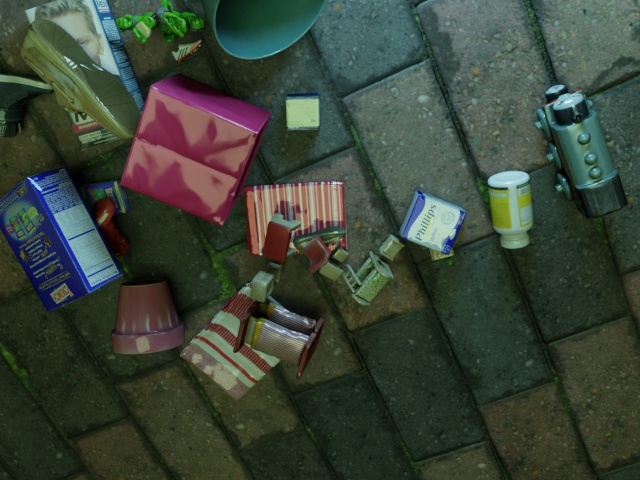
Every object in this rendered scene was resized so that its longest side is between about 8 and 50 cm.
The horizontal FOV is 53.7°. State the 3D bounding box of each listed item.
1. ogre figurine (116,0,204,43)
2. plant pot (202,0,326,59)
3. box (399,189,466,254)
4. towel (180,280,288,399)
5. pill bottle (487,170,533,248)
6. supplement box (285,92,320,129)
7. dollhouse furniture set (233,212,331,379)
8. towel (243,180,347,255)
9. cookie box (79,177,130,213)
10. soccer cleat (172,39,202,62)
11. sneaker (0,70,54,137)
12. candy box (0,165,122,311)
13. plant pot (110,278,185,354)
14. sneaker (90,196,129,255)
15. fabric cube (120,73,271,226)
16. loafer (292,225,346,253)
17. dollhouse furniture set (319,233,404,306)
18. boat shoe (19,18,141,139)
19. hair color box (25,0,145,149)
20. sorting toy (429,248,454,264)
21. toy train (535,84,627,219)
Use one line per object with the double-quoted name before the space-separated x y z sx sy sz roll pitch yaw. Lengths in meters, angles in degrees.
"ogre figurine" -0.368 -0.520 1.503 0.196 0.118 0.097 -17 113 12
"plant pot" -0.152 -0.582 1.407 0.290 0.290 0.195 -42 67 17
"box" 0.293 -0.047 1.656 0.137 0.072 0.126 20 104 -3
"towel" -0.225 0.300 1.850 0.237 0.037 0.329 41 108 -12
"pill bottle" 0.490 -0.078 1.621 0.103 0.103 0.184 -9 110 7
"supplement box" -0.043 -0.324 1.588 0.083 0.056 0.083 -1 110 4
"dollhouse furniture set" -0.084 0.146 1.648 0.201 0.152 0.374 19 118 9
"towel" -0.068 -0.059 1.705 0.274 0.031 0.199 -3 109 3
"cookie box" -0.583 -0.116 1.711 0.107 0.040 0.092 -7 112 7
"soccer cleat" -0.331 -0.476 1.565 0.083 0.029 0.036 -31 110 19
"sneaker" -0.757 -0.339 1.594 0.226 0.086 0.164 10 105 23
"candy box" -0.686 0.004 1.639 0.268 0.122 0.317 -20 98 42
"plant pot" -0.483 0.204 1.758 0.201 0.201 0.181 -3 95 5
"sneaker" -0.562 -0.032 1.702 0.128 0.087 0.221 20 144 -30
"fabric cube" -0.294 -0.226 1.539 0.258 0.254 0.259 22 110 -7
"loafer" 0.000 0.000 1.680 0.147 0.056 0.050 -11 108 16
"dollhouse furniture set" 0.114 0.057 1.679 0.160 0.101 0.182 29 111 -23
"boat shoe" -0.554 -0.353 1.471 0.341 0.121 0.110 48 119 0
"hair color box" -0.564 -0.417 1.562 0.173 0.105 0.348 -14 109 8
"sorting toy" 0.331 0.033 1.722 0.061 0.012 0.083 -16 106 6
"toy train" 0.626 -0.209 1.515 0.142 0.190 0.334 -22 108 11
